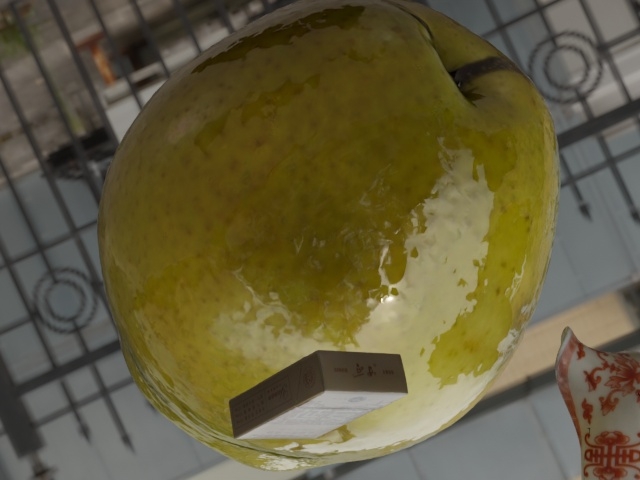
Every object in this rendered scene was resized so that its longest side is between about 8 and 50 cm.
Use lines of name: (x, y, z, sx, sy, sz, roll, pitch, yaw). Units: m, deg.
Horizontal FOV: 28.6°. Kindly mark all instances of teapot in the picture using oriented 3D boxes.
teapot: (0.233, 0.174, 0.925, 0.116, 0.245, 0.159, -3, -161, 7)

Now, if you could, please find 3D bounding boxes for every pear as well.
pear: (0.000, 0.000, 1.001, 0.362, 0.362, 0.418, -25, 157, -48)

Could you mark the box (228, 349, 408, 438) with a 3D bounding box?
box: (-0.002, 0.079, 0.633, 0.053, 0.024, 0.083, 6, 156, -35)
